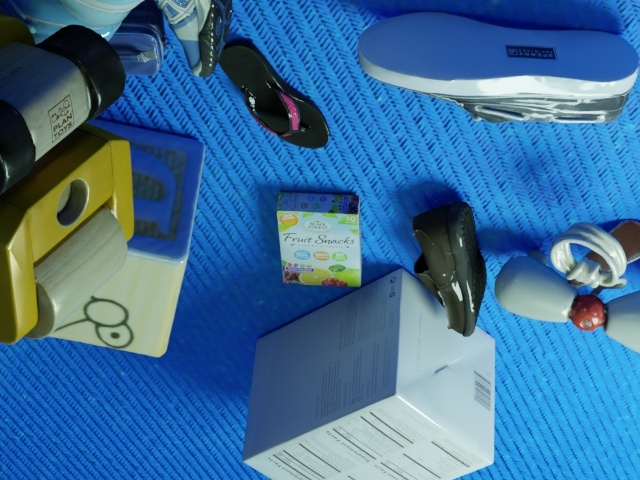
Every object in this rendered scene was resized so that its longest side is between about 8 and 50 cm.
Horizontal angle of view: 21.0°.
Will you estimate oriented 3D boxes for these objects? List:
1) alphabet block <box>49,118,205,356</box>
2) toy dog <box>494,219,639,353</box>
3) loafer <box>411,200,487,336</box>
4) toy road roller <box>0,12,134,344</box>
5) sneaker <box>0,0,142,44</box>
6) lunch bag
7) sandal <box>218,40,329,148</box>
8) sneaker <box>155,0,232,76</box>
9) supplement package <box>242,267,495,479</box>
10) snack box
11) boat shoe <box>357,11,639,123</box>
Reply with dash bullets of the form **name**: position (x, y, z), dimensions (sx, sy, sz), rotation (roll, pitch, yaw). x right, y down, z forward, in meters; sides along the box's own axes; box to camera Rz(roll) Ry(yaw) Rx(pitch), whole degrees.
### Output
- **alphabet block**: position (-0.249, -0.005, 2.044), dimensions (0.192, 0.193, 0.197), rotation (13, 140, -6)
- **toy dog**: position (0.399, 0.063, 2.110), dimensions (0.333, 0.161, 0.220), rotation (31, 139, -6)
- **loafer**: position (0.157, 0.032, 2.136), dimensions (0.078, 0.080, 0.220), rotation (5, 136, 17)
- **toy road roller**: position (-0.342, -0.082, 1.779), dimensions (0.240, 0.202, 0.330), rotation (20, 133, 25)
- **sneaker**: position (-0.333, -0.296, 1.769), dimensions (0.319, 0.127, 0.208), rotation (32, 153, -5)
- **lunch bag**: position (-0.212, -0.217, 1.884), dimensions (0.098, 0.065, 0.067), rotation (2, 140, 6)
- **sandal**: position (-0.056, -0.154, 1.958), dimensions (0.067, 0.040, 0.179), rotation (-21, 133, 29)
- **sneaker**: position (-0.143, -0.265, 1.819), dimensions (0.081, 0.080, 0.211), rotation (4, 131, 13)
- **supplement package**: position (0.066, 0.207, 2.250), dimensions (0.262, 0.199, 0.198), rotation (-28, 130, 34)
- **snack box**: position (0.000, 0.000, 2.138), dimensions (0.100, 0.037, 0.141), rotation (2, 140, 4)
- **boat shoe**: position (0.187, -0.173, 1.863), dimensions (0.301, 0.108, 0.102), rotation (2, 139, -6)
